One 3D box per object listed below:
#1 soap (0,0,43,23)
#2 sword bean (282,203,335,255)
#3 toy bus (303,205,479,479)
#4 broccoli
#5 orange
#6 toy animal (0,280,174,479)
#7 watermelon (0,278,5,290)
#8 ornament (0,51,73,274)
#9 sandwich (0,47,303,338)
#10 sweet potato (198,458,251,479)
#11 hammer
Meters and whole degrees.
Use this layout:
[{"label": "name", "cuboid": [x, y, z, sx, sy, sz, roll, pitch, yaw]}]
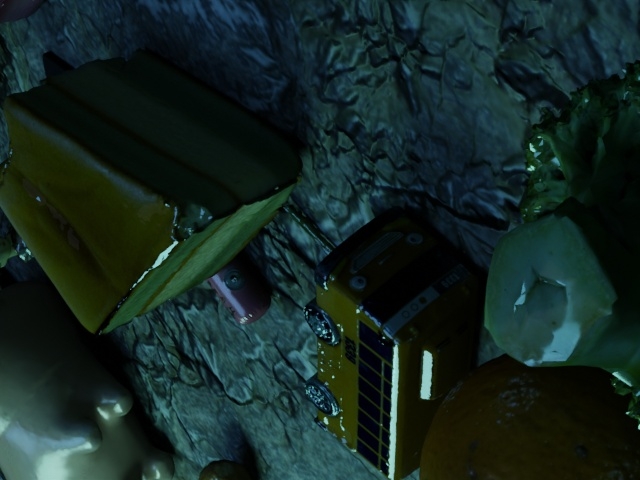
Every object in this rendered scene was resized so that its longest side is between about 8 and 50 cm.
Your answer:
[{"label": "soap", "cuboid": [-0.303, -0.267, 1.489, 0.162, 0.099, 0.250, 48, 153, -3]}, {"label": "sword bean", "cuboid": [0.000, 0.000, 1.401, 0.083, 0.012, 0.012, 45, 151, 15]}, {"label": "toy bus", "cuboid": [0.057, 0.083, 1.312, 0.114, 0.098, 0.201, 38, 149, 28]}, {"label": "broccoli", "cuboid": [0.184, 0.003, 0.850, 0.269, 0.269, 0.254, 12, 105, 53]}, {"label": "orange", "cuboid": [0.163, 0.184, 1.181, 0.224, 0.170, 0.224, 36, 146, 29]}, {"label": "toy animal", "cuboid": [-0.318, 0.194, 1.932, 0.269, 0.237, 0.326, -1, 122, 33]}, {"label": "watermelon", "cuboid": [-0.427, 0.059, 2.053, 0.135, 0.094, 0.125, 18, 128, 43]}, {"label": "ornament", "cuboid": [-0.262, -0.034, 1.578, 0.166, 0.196, 0.153, 34, 148, 31]}, {"label": "sandwich", "cuboid": [-0.149, -0.065, 1.396, 0.198, 0.155, 0.227, 56, 143, 7]}, {"label": "sweet potato", "cuboid": [-0.091, 0.364, 1.863, 0.106, 0.095, 0.354, -7, 129, 13]}, {"label": "hammer", "cuboid": [-0.079, 0.036, 1.533, 0.083, 0.043, 0.043, 55, 153, 0]}]
